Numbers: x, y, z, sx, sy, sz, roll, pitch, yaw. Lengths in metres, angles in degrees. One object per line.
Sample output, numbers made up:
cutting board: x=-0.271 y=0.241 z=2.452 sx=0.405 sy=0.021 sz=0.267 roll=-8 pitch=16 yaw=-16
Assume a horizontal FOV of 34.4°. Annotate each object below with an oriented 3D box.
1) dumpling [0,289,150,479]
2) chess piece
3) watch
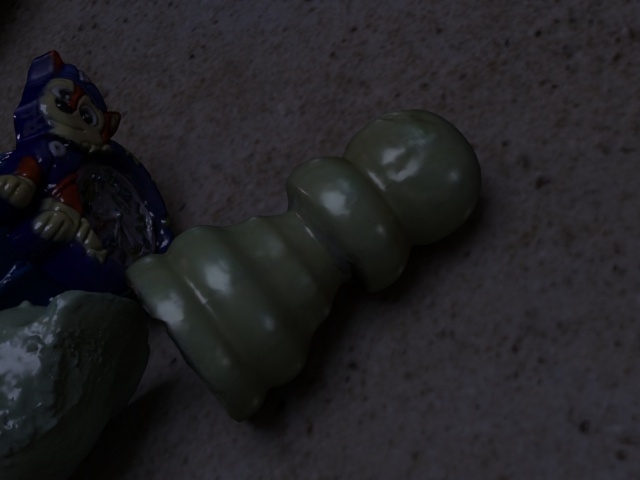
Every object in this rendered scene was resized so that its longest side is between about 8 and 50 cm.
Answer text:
dumpling: x=-0.193 y=0.123 z=0.687 sx=0.219 sy=0.152 sz=0.108 roll=-42 pitch=36 yaw=12
chess piece: x=0.000 y=0.000 z=0.705 sx=0.243 sy=0.133 sz=0.133 roll=-38 pitch=48 yaw=-7
watch: x=-0.230 y=0.001 z=0.809 sx=0.200 sy=0.171 sz=0.196 roll=-28 pitch=36 yaw=22
